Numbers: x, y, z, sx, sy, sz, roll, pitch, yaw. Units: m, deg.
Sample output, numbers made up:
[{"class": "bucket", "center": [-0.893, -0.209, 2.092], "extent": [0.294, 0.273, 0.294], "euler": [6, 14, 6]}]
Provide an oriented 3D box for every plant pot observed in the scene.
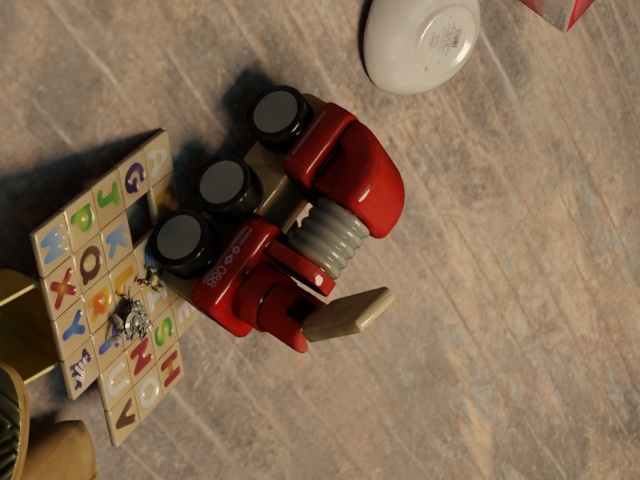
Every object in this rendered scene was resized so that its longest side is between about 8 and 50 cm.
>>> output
[{"class": "plant pot", "center": [-0.270, 0.070, 1.110], "extent": [0.081, 0.083, 0.081], "euler": [-30, 125, -26]}]

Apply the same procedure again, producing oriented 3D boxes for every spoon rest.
[{"class": "spoon rest", "center": [0.114, -0.264, 1.292], "extent": [0.137, 0.084, 0.276], "euler": [-8, 128, -35]}]

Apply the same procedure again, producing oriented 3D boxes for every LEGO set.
[{"class": "LEGO set", "center": [-0.154, 0.059, 1.168], "extent": [0.054, 0.023, 0.083], "euler": [57, 47, -54]}]

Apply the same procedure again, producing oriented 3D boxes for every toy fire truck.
[{"class": "toy fire truck", "center": [0.000, 0.000, 1.167], "extent": [0.217, 0.246, 0.158], "euler": [-53, 148, -8]}]

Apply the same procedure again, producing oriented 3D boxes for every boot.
[{"class": "boot", "center": [-0.249, 0.185, 1.096], "extent": [0.269, 0.089, 0.236], "euler": [-24, 133, -78]}]

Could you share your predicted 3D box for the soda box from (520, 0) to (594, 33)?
[{"class": "soda box", "center": [0.236, -0.299, 1.263], "extent": [0.083, 0.092, 0.263], "euler": [-48, 167, -11]}]

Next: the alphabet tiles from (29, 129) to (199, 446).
[{"class": "alphabet tiles", "center": [-0.168, 0.051, 1.176], "extent": [0.198, 0.009, 0.237], "euler": [-48, 138, -50]}]
